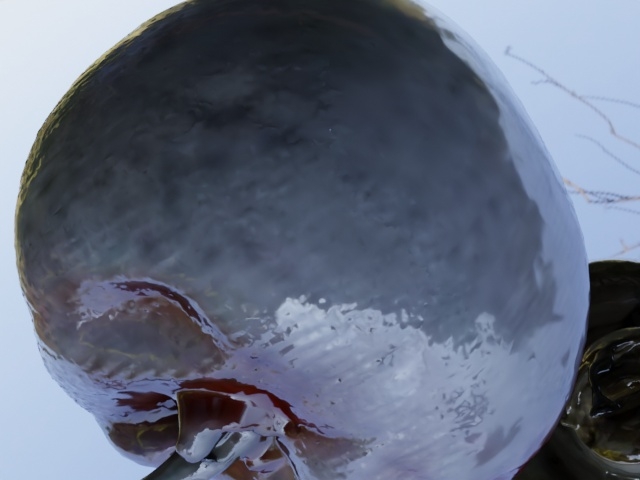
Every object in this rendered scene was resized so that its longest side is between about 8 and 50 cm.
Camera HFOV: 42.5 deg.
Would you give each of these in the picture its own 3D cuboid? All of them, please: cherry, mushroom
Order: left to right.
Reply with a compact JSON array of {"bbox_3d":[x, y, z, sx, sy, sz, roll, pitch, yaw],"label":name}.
[{"bbox_3d":[-0.010,-0.006,0.477,0.291,0.326,0.335,-28,-124,40],"label":"cherry"},{"bbox_3d":[0.329,0.187,0.886,0.362,0.294,0.362,-3,-110,8],"label":"mushroom"}]
